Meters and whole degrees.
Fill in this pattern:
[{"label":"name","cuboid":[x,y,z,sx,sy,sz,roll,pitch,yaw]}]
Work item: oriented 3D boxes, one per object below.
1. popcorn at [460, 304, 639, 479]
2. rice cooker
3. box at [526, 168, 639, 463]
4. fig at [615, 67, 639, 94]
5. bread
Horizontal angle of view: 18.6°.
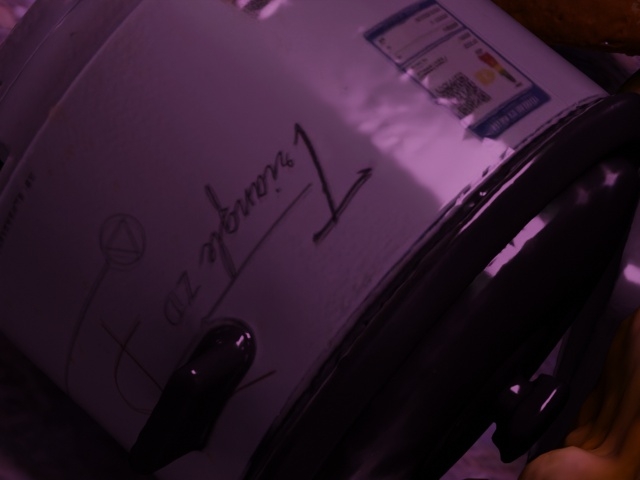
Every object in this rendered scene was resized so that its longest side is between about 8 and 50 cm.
[{"label":"popcorn","cuboid":[0.236,0.132,0.658,0.382,0.349,0.349,35,35,-7]},{"label":"rice cooker","cuboid":[0.000,0.000,0.758,0.227,0.241,0.280,40,34,13]},{"label":"box","cuboid":[0.195,0.039,0.942,0.135,0.163,0.243,23,36,3]},{"label":"fig","cuboid":[0.233,-0.047,1.095,0.136,0.120,0.153,-19,56,-44]},{"label":"bread","cuboid":[0.163,-0.159,1.135,0.236,0.070,0.236,5,15,-1]}]
